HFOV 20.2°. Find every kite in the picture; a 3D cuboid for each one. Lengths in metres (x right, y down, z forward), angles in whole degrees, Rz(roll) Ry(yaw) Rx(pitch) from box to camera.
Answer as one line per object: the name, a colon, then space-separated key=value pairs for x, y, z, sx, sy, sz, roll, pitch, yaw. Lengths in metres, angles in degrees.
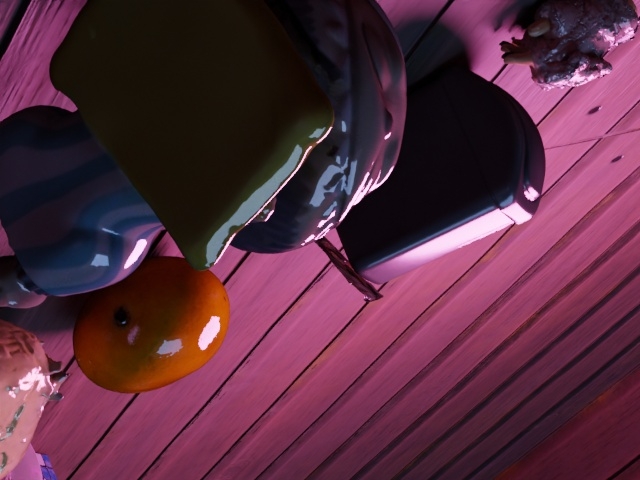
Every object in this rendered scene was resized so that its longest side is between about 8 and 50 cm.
kite: x=-0.001 y=0.001 z=1.946 sx=0.012 sy=0.229 sz=0.250 roll=-47 pitch=129 yaw=6

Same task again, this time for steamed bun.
steamed bun: x=-0.422 y=0.169 z=1.903 sx=0.273 sy=0.166 sz=0.232 roll=-19 pitch=146 yaw=-31

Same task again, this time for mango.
mango: x=-0.198 y=0.105 z=2.054 sx=0.175 sy=0.139 sz=0.254 roll=-11 pitch=164 yaw=-20

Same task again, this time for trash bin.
trash bin: x=0.123 y=-0.074 z=1.935 sx=0.236 sy=0.177 sz=0.101 roll=-28 pitch=160 yaw=15

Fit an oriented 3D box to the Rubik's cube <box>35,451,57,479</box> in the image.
Rubik's cube: x=-0.419 y=0.352 z=2.496 sx=0.092 sy=0.092 sz=0.092 roll=-29 pitch=160 yaw=10

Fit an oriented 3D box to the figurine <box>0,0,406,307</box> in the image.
figurine: x=-0.063 y=-0.078 z=1.559 sx=0.361 sy=0.266 sz=0.377 roll=-29 pitch=162 yaw=27

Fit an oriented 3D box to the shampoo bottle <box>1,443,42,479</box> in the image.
shampoo bottle: x=-0.466 y=0.329 z=2.093 sx=0.273 sy=0.273 sz=0.266 roll=-12 pitch=150 yaw=-35

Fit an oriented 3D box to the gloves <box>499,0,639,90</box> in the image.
gloves: x=0.270 y=-0.210 z=1.900 sx=0.144 sy=0.094 sz=0.110 roll=-38 pitch=171 yaw=11
